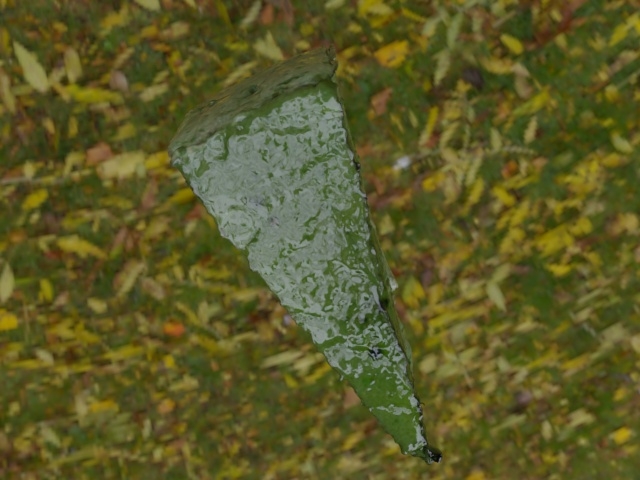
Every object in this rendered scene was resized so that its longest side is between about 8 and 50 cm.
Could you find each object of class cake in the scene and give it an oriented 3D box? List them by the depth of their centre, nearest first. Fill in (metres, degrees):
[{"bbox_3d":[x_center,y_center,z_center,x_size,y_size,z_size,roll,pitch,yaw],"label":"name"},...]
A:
[{"bbox_3d":[-0.006,0.019,0.699,0.099,0.100,0.235,-15,107,5],"label":"cake"}]
